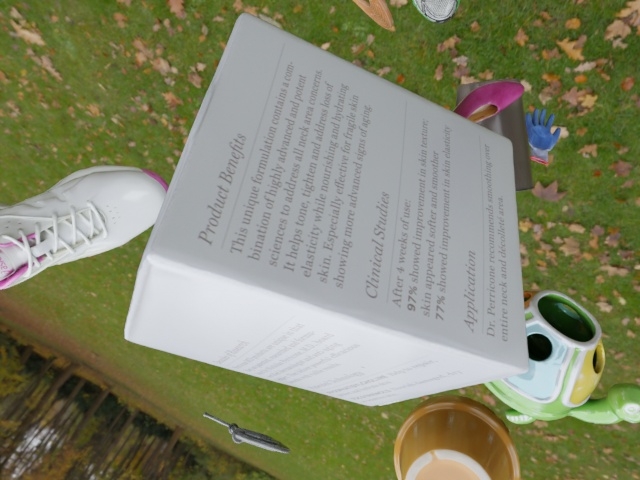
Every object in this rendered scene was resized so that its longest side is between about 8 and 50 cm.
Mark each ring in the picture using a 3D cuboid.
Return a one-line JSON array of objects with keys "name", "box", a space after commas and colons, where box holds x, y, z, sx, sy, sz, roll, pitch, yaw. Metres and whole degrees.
[{"name": "ring", "box": [0.030, -0.539, 0.856, 0.032, 0.336, 0.336, -42, 112, 16]}]

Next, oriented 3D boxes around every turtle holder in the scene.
[{"name": "turtle holder", "box": [0.466, 0.248, 0.934, 0.243, 0.320, 0.227, -6, 138, -21]}]

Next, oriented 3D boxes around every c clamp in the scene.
[{"name": "c clamp", "box": [-0.121, 0.321, 0.747, 0.137, 0.022, 0.161, 26, 158, -13]}]

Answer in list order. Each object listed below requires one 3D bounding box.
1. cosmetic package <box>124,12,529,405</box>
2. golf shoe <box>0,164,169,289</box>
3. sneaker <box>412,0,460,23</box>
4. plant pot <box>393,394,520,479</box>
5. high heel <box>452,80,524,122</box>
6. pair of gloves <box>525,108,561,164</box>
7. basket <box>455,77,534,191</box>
[{"name": "cosmetic package", "box": [0.000, 0.000, 0.611, 0.394, 0.329, 0.327, 20, 149, -15]}, {"name": "golf shoe", "box": [-0.332, -0.002, 0.549, 0.140, 0.306, 0.115, -122, 15, -58]}, {"name": "sneaker", "box": [0.266, -0.720, 1.134, 0.134, 0.146, 0.343, -13, 115, 19]}, {"name": "plant pot", "box": [0.209, 0.365, 0.714, 0.205, 0.205, 0.188, 19, 179, 20]}, {"name": "high heel", "box": [0.269, -0.202, 0.826, 0.244, 0.117, 0.082, -19, 161, -1]}, {"name": "pair of gloves", "box": [0.495, -0.274, 1.121, 0.198, 0.159, 0.023, 19, 157, -1]}, {"name": "basket", "box": [0.369, -0.228, 0.996, 0.204, 0.154, 0.226, 21, 119, 60]}]
